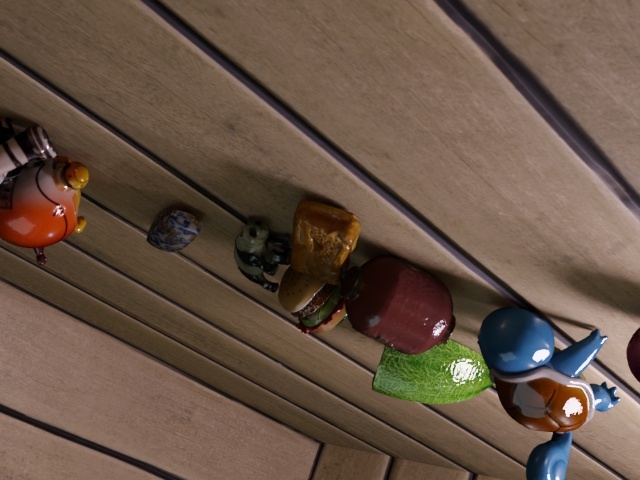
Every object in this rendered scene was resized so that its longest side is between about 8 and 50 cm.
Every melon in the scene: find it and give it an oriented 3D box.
[{"bbox_3d":[0.298,0.314,2.345,0.323,0.196,0.124,14,-163,-6],"label":"melon"}]

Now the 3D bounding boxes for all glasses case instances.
[{"bbox_3d":[-0.334,-0.020,2.136,0.087,0.065,0.248,28,161,-15],"label":"glasses case"}]

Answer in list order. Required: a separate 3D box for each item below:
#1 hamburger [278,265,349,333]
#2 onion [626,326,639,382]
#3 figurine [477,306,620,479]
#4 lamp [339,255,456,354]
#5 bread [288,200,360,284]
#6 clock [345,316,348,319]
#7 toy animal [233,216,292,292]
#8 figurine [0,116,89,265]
[{"bbox_3d":[-0.013,0.106,2.037,0.137,0.175,0.175,43,152,-25],"label":"hamburger"},{"bbox_3d":[0.640,0.216,1.695,0.177,0.153,0.177,13,172,2],"label":"onion"},{"bbox_3d":[0.457,0.306,1.981,0.298,0.243,0.416,1,115,48],"label":"figurine"},{"bbox_3d":[0.159,0.130,1.905,0.258,0.180,0.180,27,160,-22],"label":"lamp"},{"bbox_3d":[-0.001,0.002,1.850,0.139,0.077,0.271,22,160,5],"label":"bread"},{"bbox_3d":[0.050,0.154,2.248,0.147,0.045,0.108,26,162,-4],"label":"clock"},{"bbox_3d":[-0.129,0.025,2.033,0.121,0.094,0.225,27,163,7],"label":"toy animal"},{"bbox_3d":[-0.632,-0.106,2.001,0.320,0.196,0.323,4,146,23],"label":"figurine"}]
